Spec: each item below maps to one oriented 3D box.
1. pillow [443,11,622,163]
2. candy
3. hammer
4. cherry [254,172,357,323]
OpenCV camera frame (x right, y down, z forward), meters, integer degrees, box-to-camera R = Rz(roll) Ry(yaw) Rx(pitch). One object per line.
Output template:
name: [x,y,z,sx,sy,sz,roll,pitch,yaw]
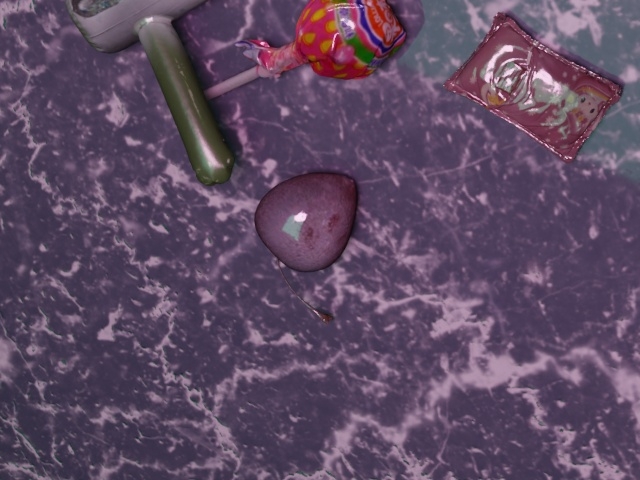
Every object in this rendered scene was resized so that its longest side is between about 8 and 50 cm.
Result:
pillow: [0.255,-0.183,1.356,0.185,0.043,0.118,34,110,4]
candy: [-0.061,-0.224,1.446,0.365,0.124,0.124,-17,101,37]
hammer: [-0.185,-0.228,1.444,0.206,0.119,0.336,-24,88,23]
cherry: [0.005,-0.005,1.487,0.148,0.115,0.188,-45,97,-11]
